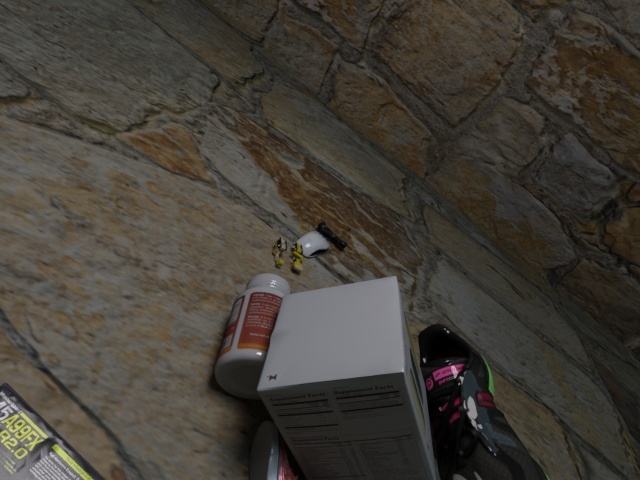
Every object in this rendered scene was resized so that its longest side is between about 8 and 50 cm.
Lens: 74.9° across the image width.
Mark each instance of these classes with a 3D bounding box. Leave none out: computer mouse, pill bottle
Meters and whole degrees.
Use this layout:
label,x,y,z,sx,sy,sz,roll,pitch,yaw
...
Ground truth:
label,x,y,z,sx,sy,sz,roll,pitch,yaw
computer mouse,0.000,0.000,1.180,0.106,0.042,0.193,48,30,10
pill bottle,-0.108,0.162,0.756,0.121,0.121,0.216,31,31,-18

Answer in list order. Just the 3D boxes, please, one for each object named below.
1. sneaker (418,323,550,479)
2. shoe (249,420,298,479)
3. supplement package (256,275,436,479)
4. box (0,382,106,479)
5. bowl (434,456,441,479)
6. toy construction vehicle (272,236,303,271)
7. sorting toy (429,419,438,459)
label,x,y,z,sx,sy,sz,roll,pitch,yaw
sneaker,0.258,0.331,0.780,0.202,0.185,0.482,51,13,-15
shoe,-0.055,0.363,0.614,0.081,0.063,0.177,25,39,-29
supplement package,0.056,0.231,0.663,0.199,0.198,0.262,-79,153,-57
box,-0.314,0.303,0.390,0.270,0.060,0.216,42,29,2
bowl,0.180,0.459,0.766,0.142,0.053,0.142,-8,55,-52
toy construction vehicle,-0.081,0.037,1.053,0.086,0.035,0.098,33,31,-37
sorting toy,0.359,0.443,1.007,0.308,0.041,0.228,20,36,-33
